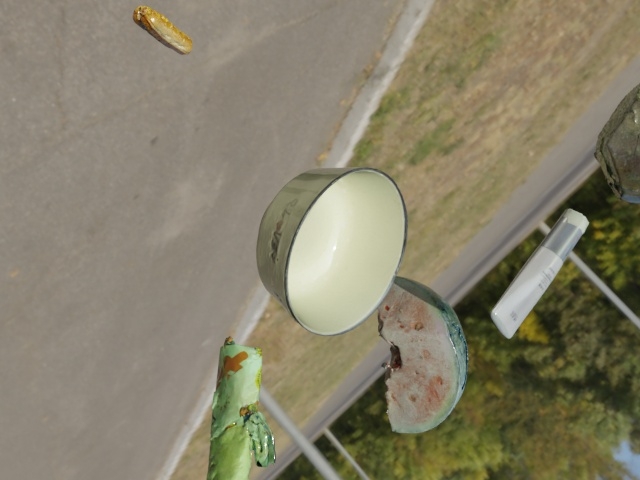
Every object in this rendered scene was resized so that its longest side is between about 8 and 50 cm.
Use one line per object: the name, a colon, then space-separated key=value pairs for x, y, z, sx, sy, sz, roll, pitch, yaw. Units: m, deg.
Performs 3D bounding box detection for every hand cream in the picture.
hand cream: x=0.380 y=0.056 z=1.372 sx=0.255 sy=0.079 sz=0.048 roll=-50 pitch=-149 yaw=-13

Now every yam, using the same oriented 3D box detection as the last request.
yam: x=0.543 y=-0.129 z=1.134 sx=0.202 sy=0.271 sz=0.201 roll=32 pitch=75 yaw=-77

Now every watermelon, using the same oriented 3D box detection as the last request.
watermelon: x=0.236 y=0.225 z=1.623 sx=0.188 sy=0.322 sz=0.175 roll=5 pitch=-162 yaw=35

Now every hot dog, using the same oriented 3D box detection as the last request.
hot dog: x=-0.328 y=-0.437 z=1.641 sx=0.045 sy=0.071 sz=0.165 roll=-57 pitch=155 yaw=2

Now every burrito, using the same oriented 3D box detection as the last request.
burrito: x=-0.116 y=0.282 z=1.187 sx=0.104 sy=0.288 sz=0.054 roll=-7 pitch=153 yaw=20

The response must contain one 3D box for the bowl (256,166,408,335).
bowl: x=0.000 y=0.000 z=1.090 sx=0.237 sy=0.126 sz=0.238 roll=-24 pitch=125 yaw=-40
